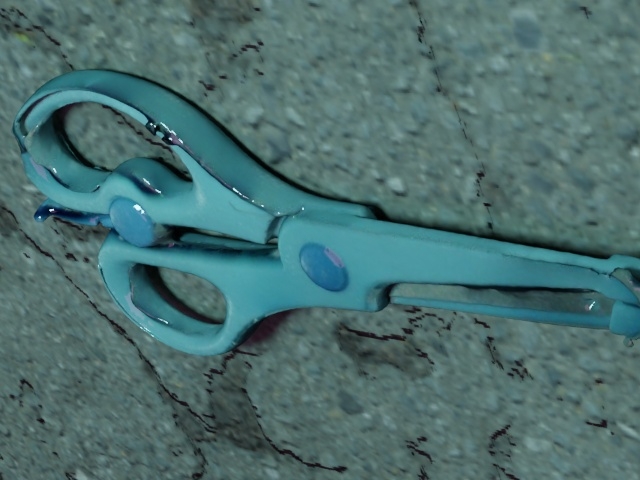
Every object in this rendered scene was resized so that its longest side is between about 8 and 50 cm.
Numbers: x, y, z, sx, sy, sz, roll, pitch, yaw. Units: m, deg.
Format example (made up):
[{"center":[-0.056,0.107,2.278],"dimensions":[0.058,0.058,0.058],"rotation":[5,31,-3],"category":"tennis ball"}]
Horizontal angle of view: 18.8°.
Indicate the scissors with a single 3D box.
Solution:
[{"center":[0.000,0.000,0.947],"dimensions":[0.393,0.032,0.180],"rotation":[8,134,39],"category":"scissors"}]
